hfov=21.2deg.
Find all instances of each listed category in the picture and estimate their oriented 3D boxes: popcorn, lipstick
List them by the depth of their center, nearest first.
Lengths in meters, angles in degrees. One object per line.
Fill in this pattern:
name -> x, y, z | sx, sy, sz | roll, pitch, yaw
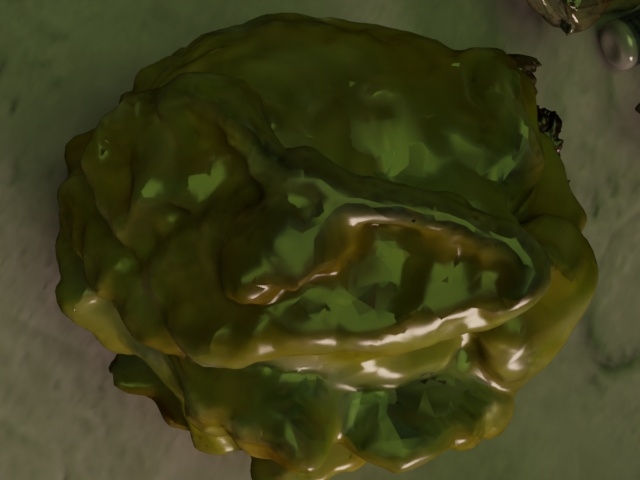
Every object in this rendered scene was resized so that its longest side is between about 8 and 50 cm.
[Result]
popcorn -> 0.000, 0.008, 1.026 | 0.312, 0.312, 0.312 | 2, 85, -20
lipstick -> 0.273, -0.166, 1.273 | 0.141, 0.040, 0.040 | -22, 93, -20

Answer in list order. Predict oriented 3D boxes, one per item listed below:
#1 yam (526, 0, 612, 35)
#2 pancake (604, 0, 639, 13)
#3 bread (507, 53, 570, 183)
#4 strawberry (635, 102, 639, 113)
yam -> 0.250, -0.270, 1.235 | 0.071, 0.067, 0.317 | 47, 69, -15
pancake -> 0.204, -0.240, 1.261 | 0.151, 0.025, 0.152 | 4, 79, -18
bread -> 0.129, -0.074, 1.203 | 0.082, 0.060, 0.113 | -18, 93, -23
strawberry -> 0.346, -0.123, 1.266 | 0.228, 0.098, 0.174 | -46, 104, -20
